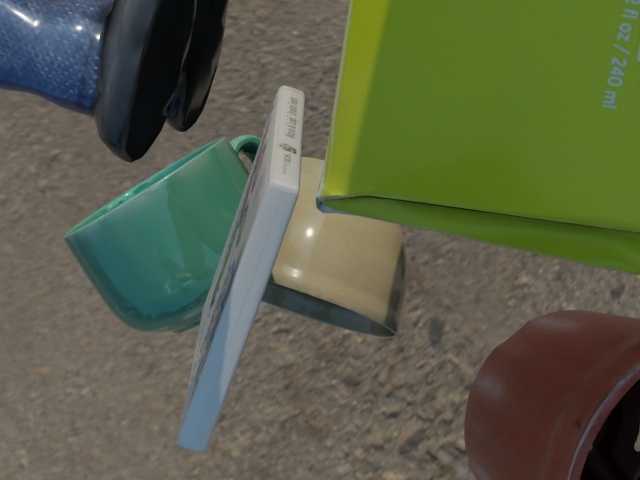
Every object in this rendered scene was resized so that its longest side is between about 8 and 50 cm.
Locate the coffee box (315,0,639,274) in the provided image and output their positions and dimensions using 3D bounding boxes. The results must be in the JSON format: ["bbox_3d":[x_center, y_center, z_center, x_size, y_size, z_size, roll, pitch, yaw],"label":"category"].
[{"bbox_3d":[0.214,-0.181,0.650,0.338,0.334,0.338,13,110,10],"label":"coffee box"}]

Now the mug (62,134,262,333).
[{"bbox_3d":[-0.084,-0.004,0.869,0.157,0.129,0.097,-32,98,-6],"label":"mug"}]

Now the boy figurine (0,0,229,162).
[{"bbox_3d":[-0.180,-0.116,0.526,0.285,0.177,0.092,20,112,11],"label":"boy figurine"}]

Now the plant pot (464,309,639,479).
[{"bbox_3d":[0.256,0.173,1.013,0.272,0.265,0.272,-2,97,-16],"label":"plant pot"}]

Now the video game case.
[{"bbox_3d":[-0.041,0.011,0.679,0.019,0.143,0.157,18,114,-7],"label":"video game case"}]

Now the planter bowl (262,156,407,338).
[{"bbox_3d":[0.000,0.000,1.000,0.162,0.162,0.109,16,80,15],"label":"planter bowl"}]
